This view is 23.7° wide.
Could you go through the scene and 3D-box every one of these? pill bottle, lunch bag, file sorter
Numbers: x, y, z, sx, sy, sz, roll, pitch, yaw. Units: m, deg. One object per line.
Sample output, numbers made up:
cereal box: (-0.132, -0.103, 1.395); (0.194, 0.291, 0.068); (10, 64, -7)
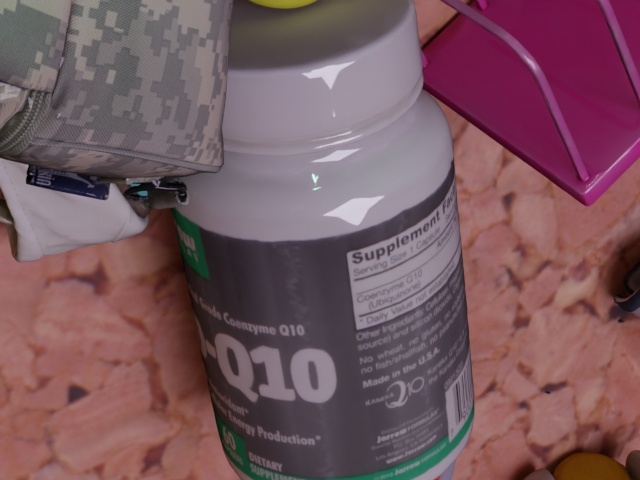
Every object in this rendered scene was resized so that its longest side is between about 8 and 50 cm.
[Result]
pill bottle: (0.000, 0.000, 1.105); (0.204, 0.204, 0.361); (-23, 125, -22)
lunch bag: (-0.139, -0.179, 0.755); (0.256, 0.212, 0.305); (10, 92, -40)
file sorter: (0.203, -0.219, 1.100); (0.291, 0.202, 0.182); (-44, 143, -6)

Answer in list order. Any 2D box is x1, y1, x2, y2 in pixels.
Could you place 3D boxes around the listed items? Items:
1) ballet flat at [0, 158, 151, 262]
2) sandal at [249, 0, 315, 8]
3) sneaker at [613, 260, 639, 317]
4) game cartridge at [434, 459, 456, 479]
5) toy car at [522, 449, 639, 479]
ballet flat: (-0.241, -0.123, 0.938); (0.139, 0.139, 0.400); (-40, 131, -10)
sandal: (0.034, -0.300, 0.970); (0.126, 0.138, 0.317); (25, 83, 0)
sneaker: (0.372, 0.080, 1.482); (0.099, 0.153, 0.282); (-51, 161, -3)
game cartridge: (0.018, 0.248, 1.353); (0.196, 0.060, 0.294); (-2, 115, -29)
toy car: (0.278, 0.298, 1.474); (0.159, 0.182, 0.136); (-8, 127, -10)
